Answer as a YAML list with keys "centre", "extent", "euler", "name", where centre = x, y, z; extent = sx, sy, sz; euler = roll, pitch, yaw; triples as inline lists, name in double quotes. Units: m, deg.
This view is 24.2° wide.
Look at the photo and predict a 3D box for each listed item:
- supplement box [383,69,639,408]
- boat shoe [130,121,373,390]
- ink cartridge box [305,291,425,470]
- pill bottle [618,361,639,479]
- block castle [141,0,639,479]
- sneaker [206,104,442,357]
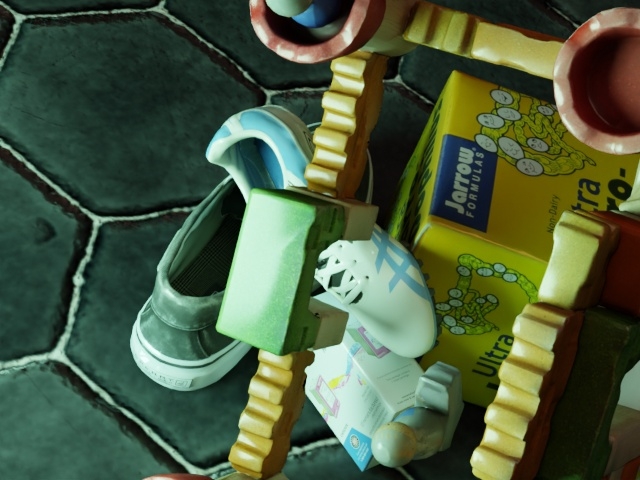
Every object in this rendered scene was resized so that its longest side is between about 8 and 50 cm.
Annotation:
- centre: [0.235, 0.036, 1.270]
  extent: [0.356, 0.195, 0.194]
  euler: [18, 46, -5]
  name: "supplement box"
- centre: [-0.036, -0.011, 1.257]
  extent: [0.121, 0.119, 0.335]
  euler: [30, 46, 6]
  name: "boat shoe"
- centre: [0.030, 0.108, 1.199]
  extent: [0.052, 0.088, 0.122]
  euler: [-19, 59, -33]
  name: "ink cartridge box"
- centre: [0.193, 0.163, 1.131]
  extent: [0.117, 0.208, 0.117]
  euler: [11, 48, -12]
  name: "pill bottle"
- centre: [0.058, 0.054, 0.964]
  extent: [0.303, 0.453, 0.213]
  euler: [19, 9, 23]
  name: "block castle"
- centre: [0.000, 0.000, 1.146]
  extent: [0.086, 0.085, 0.237]
  euler: [-32, 78, -40]
  name: "sneaker"
